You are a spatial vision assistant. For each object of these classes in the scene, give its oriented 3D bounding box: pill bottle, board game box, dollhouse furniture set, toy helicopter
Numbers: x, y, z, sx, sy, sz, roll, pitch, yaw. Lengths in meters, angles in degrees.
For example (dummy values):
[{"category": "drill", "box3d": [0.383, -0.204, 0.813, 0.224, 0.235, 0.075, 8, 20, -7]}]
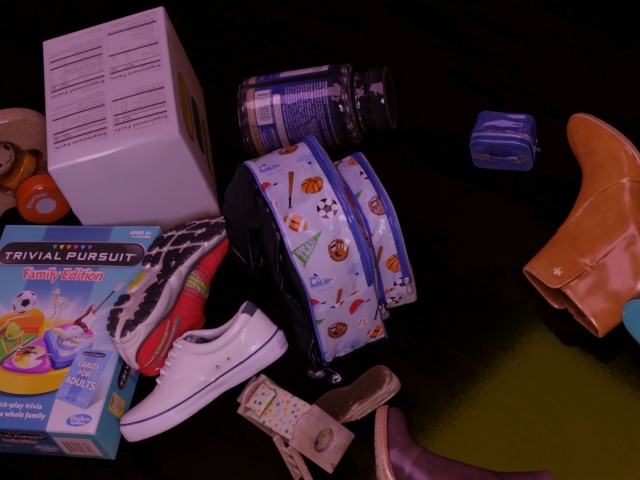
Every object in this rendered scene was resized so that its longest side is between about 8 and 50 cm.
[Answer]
[{"category": "pill bottle", "box3d": [-0.003, -0.194, 2.167, 0.219, 0.123, 0.123, -7, 53, 13]}, {"category": "board game box", "box3d": [-0.370, 0.134, 2.074, 0.253, 0.079, 0.336, 0, 55, 19]}, {"category": "dollhouse furniture set", "box3d": [-0.084, 0.258, 1.861, 0.182, 0.101, 0.161, 24, 76, 44]}, {"category": "toy helicopter", "box3d": [-0.562, -0.097, 2.212, 0.355, 0.235, 0.140, -24, 51, 1]}]

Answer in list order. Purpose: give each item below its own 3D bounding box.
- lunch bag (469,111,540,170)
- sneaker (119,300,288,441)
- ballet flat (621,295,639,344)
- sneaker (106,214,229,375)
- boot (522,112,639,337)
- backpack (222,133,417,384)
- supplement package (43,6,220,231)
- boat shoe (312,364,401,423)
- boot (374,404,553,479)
[{"category": "lunch bag", "box3d": [0.260, -0.134, 2.069, 0.098, 0.067, 0.065, 5, 57, 20]}, {"category": "sneaker", "box3d": [-0.167, 0.168, 1.939, 0.258, 0.091, 0.094, -34, 8, 9]}, {"category": "ballet flat", "box3d": [0.464, 0.129, 1.808, 0.203, 0.074, 0.074, 29, 68, 32]}, {"category": "sneaker", "box3d": [-0.194, 0.074, 2.042, 0.107, 0.118, 0.279, 1, 42, 38]}, {"category": "boot", "box3d": [0.346, -0.025, 1.936, 0.211, 0.104, 0.295, -33, 55, -7]}, {"category": "backpack", "box3d": [0.000, 0.000, 1.931, 0.213, 0.263, 0.276, -31, 50, -6]}, {"category": "supplement package", "box3d": [-0.281, -0.166, 2.190, 0.198, 0.199, 0.263, -16, 51, 6]}, {"category": "boat shoe", "box3d": [0.044, 0.210, 1.898, 0.135, 0.045, 0.050, -31, 51, 21]}, {"category": "boot", "box3d": [0.174, 0.297, 1.785, 0.206, 0.090, 0.248, -8, 50, -2]}]
